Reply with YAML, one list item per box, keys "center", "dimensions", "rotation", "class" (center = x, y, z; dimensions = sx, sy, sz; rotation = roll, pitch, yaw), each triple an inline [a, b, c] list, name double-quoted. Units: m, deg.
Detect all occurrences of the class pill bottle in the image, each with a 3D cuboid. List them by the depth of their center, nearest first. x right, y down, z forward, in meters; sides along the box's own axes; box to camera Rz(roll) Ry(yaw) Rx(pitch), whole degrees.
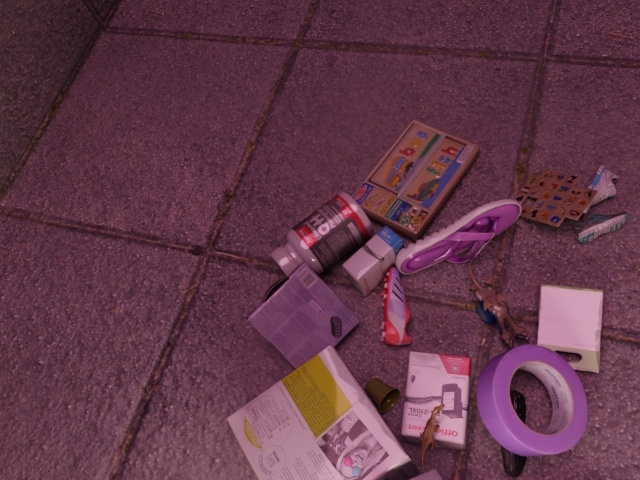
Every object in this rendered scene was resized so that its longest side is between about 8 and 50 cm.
- center: [0.000, 0.000, 1.983]
  dimensions: [0.318, 0.176, 0.176]
  rotation: [-37, 60, -7]
  class: "pill bottle"

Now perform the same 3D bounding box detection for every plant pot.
- center: [0.172, 0.439, 1.764]
  dimensions: [0.083, 0.083, 0.079]
  rotation: [-46, 49, -12]
  class: "plant pot"

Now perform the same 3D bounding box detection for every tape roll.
- center: [0.550, 0.416, 1.593]
  dimensions: [0.274, 0.090, 0.275]
  rotation: [7, 64, -15]
  class: "tape roll"

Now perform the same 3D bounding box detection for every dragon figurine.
- center: [0.502, 0.188, 1.801]
  dimensions: [0.085, 0.144, 0.289]
  rotation: [-30, 40, 0]
  class: "dragon figurine"

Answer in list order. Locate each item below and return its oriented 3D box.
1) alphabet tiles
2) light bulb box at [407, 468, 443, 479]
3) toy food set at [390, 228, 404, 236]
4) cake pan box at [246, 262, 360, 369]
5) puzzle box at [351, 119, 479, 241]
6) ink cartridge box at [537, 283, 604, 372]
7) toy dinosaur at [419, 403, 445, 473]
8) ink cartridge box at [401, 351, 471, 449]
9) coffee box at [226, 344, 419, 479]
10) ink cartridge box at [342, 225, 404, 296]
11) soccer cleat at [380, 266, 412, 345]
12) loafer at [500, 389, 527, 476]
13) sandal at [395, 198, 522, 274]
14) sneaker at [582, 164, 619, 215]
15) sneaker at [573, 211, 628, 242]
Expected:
- center: [0.726, -0.136, 1.912]
  dimensions: [0.198, 0.009, 0.237]
  rotation: [-50, 40, -14]
  class: "alphabet tiles"
- center: [0.202, 0.788, 1.380]
  dimensions: [0.358, 0.225, 0.361]
  rotation: [-55, 54, 31]
  class: "light bulb box"
- center: [0.276, -0.063, 2.035]
  dimensions: [0.077, 0.019, 0.122]
  rotation: [13, 66, 21]
  class: "toy food set"
- center: [-0.056, 0.235, 1.856]
  dimensions: [0.267, 0.070, 0.246]
  rotation: [46, 78, -7]
  class: "cake pan box"
- center: [0.319, -0.215, 2.073]
  dimensions: [0.272, 0.052, 0.409]
  rotation: [28, 68, 26]
  class: "puzzle box"
- center: [0.704, 0.247, 1.735]
  dimensions: [0.171, 0.056, 0.235]
  rotation: [5, 74, 18]
  class: "ink cartridge box"
- center: [0.274, 0.506, 1.570]
  dimensions: [0.053, 0.093, 0.183]
  rotation: [13, 69, 20]
  class: "toy dinosaur"
- center: [0.324, 0.444, 1.700]
  dimensions: [0.171, 0.100, 0.237]
  rotation: [3, 64, 16]
  class: "ink cartridge box"
- center: [0.015, 0.540, 1.592]
  dimensions: [0.334, 0.338, 0.338]
  rotation: [-35, 60, -5]
  class: "coffee box"
- center: [0.173, 0.066, 1.922]
  dimensions: [0.190, 0.140, 0.082]
  rotation: [-40, 61, -9]
  class: "ink cartridge box"
- center: [0.236, 0.202, 1.876]
  dimensions: [0.095, 0.083, 0.248]
  rotation: [7, 63, -1]
  class: "soccer cleat"
- center: [0.505, 0.514, 1.638]
  dimensions: [0.078, 0.076, 0.223]
  rotation: [-22, 51, 46]
  class: "loafer"
- center: [0.433, 0.016, 1.874]
  dimensions: [0.416, 0.169, 0.102]
  rotation: [-28, 55, 13]
  class: "sandal"
- center: [0.868, -0.148, 1.898]
  dimensions: [0.082, 0.071, 0.191]
  rotation: [30, 72, 20]
  class: "sneaker"
- center: [0.848, -0.058, 1.859]
  dimensions: [0.166, 0.065, 0.076]
  rotation: [-22, 54, 0]
  class: "sneaker"
